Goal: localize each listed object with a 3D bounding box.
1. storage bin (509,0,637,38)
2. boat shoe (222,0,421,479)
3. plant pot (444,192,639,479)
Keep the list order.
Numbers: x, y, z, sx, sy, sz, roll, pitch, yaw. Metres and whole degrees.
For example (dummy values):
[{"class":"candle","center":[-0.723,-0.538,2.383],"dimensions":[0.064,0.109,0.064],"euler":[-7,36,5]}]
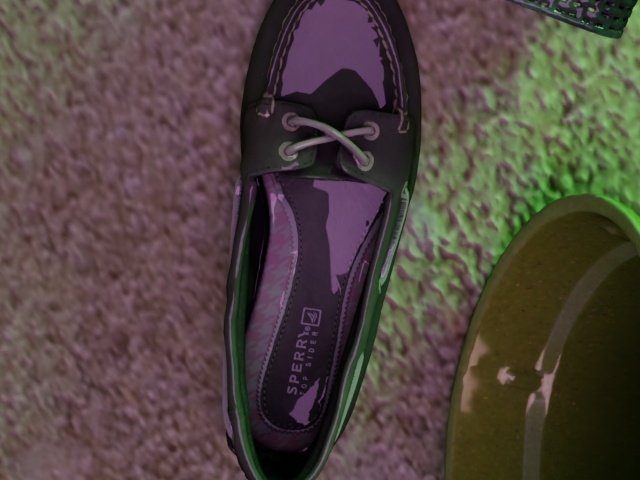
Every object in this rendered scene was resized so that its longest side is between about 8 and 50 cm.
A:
[{"class":"storage bin","center":[0.096,-0.192,1.026],"dimensions":[0.180,0.122,0.084],"euler":[18,110,-10]},{"class":"boat shoe","center":[0.000,0.000,1.113],"dimensions":[0.112,0.095,0.335],"euler":[6,112,-6]},{"class":"plant pot","center":[0.247,0.129,1.110],"dimensions":[0.254,0.276,0.276],"euler":[10,112,-19]}]
